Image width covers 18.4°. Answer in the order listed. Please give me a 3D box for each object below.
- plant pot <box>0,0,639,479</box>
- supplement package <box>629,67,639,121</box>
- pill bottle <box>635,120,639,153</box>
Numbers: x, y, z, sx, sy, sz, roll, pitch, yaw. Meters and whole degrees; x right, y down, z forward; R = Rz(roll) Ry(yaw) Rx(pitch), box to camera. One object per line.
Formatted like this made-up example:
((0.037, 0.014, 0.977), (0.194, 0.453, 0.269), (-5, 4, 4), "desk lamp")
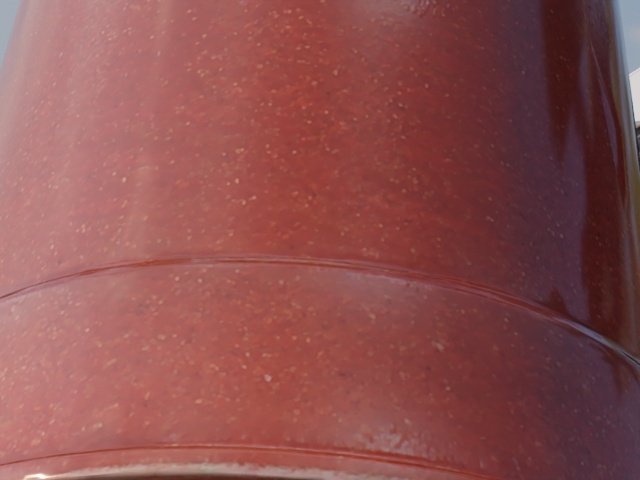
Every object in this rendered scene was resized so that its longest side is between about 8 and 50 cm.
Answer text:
((-0.006, 0.010, 0.637), (0.272, 0.265, 0.272), (3, -31, 2), "plant pot")
((0.228, 0.063, 1.264), (0.177, 0.293, 0.175), (23, -32, -25), "supplement package")
((0.087, 0.011, 0.897), (0.123, 0.123, 0.219), (14, -11, -40), "pill bottle")
